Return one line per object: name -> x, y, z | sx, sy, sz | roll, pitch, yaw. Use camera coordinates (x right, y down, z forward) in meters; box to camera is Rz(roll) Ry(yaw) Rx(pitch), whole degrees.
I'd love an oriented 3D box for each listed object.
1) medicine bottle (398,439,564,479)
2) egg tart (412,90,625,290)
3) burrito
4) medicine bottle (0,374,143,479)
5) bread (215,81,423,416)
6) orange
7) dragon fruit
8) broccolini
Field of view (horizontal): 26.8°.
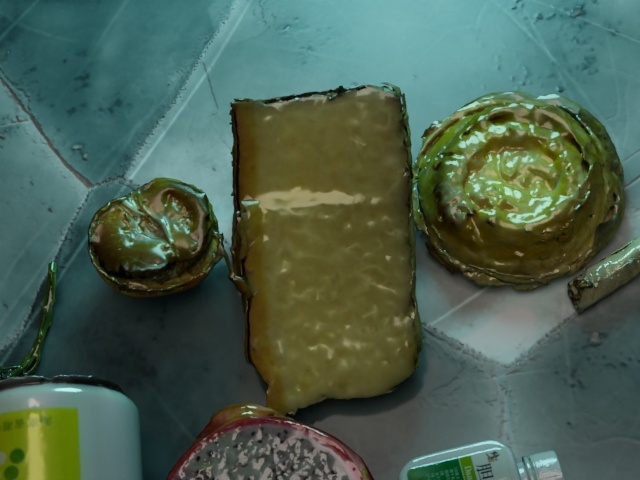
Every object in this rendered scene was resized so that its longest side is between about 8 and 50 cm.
medicine bottle -> 0.187, 0.293, 1.540 | 0.183, 0.069, 0.119 | -13, 64, 0
egg tart -> 0.245, -0.075, 1.672 | 0.278, 0.095, 0.279 | -2, 67, 5
burrito -> 0.382, 0.024, 1.644 | 0.185, 0.041, 0.045 | -31, 25, -5
medicine bottle -> -0.298, 0.359, 1.495 | 0.213, 0.213, 0.379 | -9, 67, 4
bread -> 0.000, 0.000, 1.586 | 0.248, 0.279, 0.315 | -8, 55, -4
orange -> -0.206, 0.004, 1.688 | 0.169, 0.112, 0.160 | 17, 67, -4
dragon fruit -> -0.050, 0.340, 1.497 | 0.290, 0.189, 0.291 | -4, 73, 12
broccolini -> -0.367, 0.119, 1.707 | 0.052, 0.054, 0.194 | 30, 64, -13
